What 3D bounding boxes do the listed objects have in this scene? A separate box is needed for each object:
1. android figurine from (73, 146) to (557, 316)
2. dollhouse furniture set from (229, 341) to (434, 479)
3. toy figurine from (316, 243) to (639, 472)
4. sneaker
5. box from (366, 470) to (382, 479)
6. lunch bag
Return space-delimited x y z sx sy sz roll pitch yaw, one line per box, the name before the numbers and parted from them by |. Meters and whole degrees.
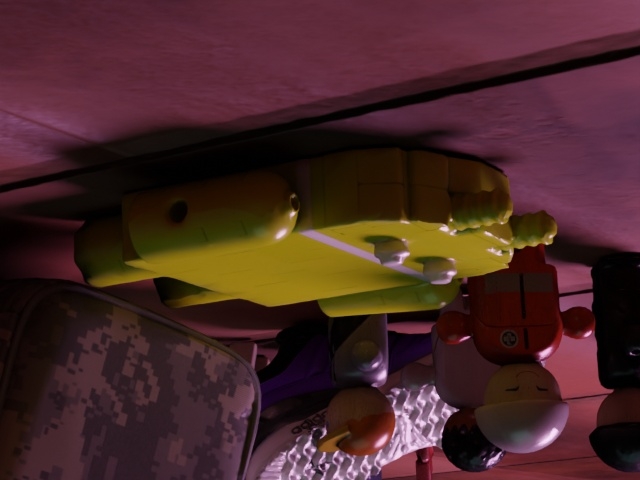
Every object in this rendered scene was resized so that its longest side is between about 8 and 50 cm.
android figurine | 0.000 0.000 1.104 0.273 0.056 0.248 -7 165 27
dollhouse furniture set | -0.005 0.194 1.689 0.201 0.152 0.374 -4 166 6
toy figurine | 0.119 0.088 1.286 0.210 0.148 0.213 -13 163 37
sneaker | 0.037 0.104 1.464 0.293 0.102 0.146 -19 -142 -29
box | -0.017 0.282 2.047 0.158 0.156 0.093 10 163 -41
lunch bag | -0.207 0.177 1.218 0.212 0.305 0.256 25 161 -39
